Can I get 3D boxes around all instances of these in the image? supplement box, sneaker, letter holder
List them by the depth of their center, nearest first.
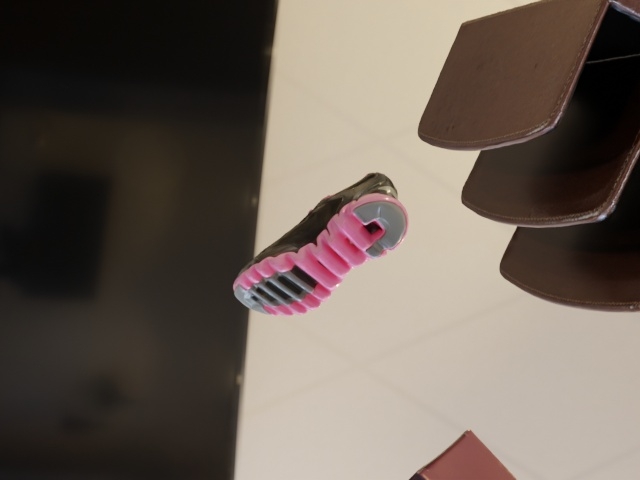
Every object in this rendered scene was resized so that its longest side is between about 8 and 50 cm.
[{"bbox_3d":[0.000,0.000,0.738,0.119,0.047,0.057,-31,-148,21],"label":"sneaker"},{"bbox_3d":[0.190,-0.069,1.044,0.214,0.152,0.302,-65,-165,-3],"label":"letter holder"},{"bbox_3d":[0.099,0.285,1.233,0.081,0.104,0.188,47,-53,14],"label":"supplement box"}]
